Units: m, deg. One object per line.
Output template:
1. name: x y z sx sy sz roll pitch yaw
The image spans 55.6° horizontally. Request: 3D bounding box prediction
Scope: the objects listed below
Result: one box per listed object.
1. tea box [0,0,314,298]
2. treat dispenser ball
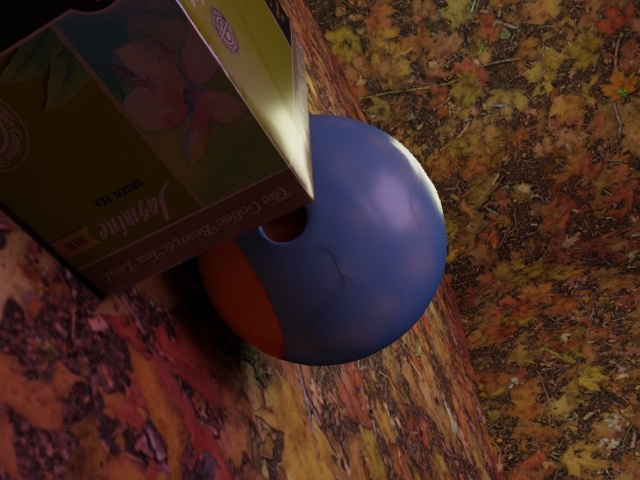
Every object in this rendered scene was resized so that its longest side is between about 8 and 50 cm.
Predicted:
1. tea box: -0.175 -0.192 0.537 0.323 0.220 0.329 54 19 -34
2. treat dispenser ball: 0.000 0.000 0.705 0.288 0.288 0.288 57 17 -28
